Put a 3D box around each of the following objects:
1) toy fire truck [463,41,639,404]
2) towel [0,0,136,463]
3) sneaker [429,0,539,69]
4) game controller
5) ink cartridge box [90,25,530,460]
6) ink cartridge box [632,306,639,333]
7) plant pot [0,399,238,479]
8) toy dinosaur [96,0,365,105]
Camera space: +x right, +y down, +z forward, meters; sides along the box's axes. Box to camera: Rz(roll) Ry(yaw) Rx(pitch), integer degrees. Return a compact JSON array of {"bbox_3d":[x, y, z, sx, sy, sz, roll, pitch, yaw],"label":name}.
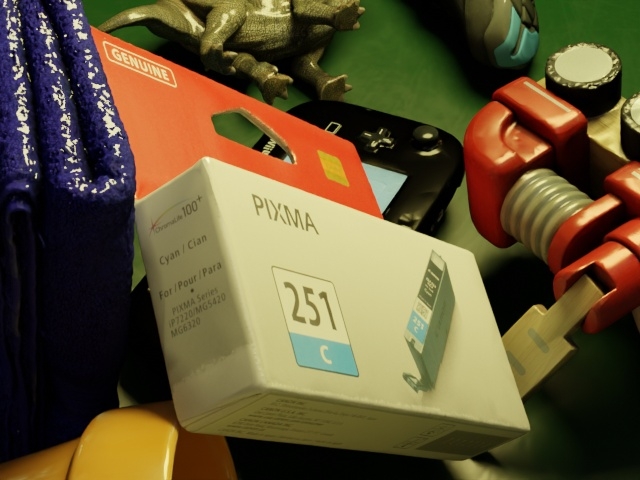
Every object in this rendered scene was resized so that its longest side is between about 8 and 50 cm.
[{"bbox_3d":[0.167,0.006,0.972,0.246,0.158,0.217,-30,47,-19],"label":"toy fire truck"},{"bbox_3d":[-0.178,0.005,0.834,0.076,0.308,0.227,-8,49,-21],"label":"towel"},{"bbox_3d":[0.114,-0.276,1.303,0.140,0.125,0.340,-21,50,9],"label":"sneaker"},{"bbox_3d":[-0.014,-0.001,1.032,0.166,0.067,0.319,23,47,14],"label":"game controller"},{"bbox_3d":[0.000,0.000,0.847,0.296,0.066,0.261,18,49,-53],"label":"ink cartridge box"},{"bbox_3d":[0.332,0.087,0.998,0.165,0.065,0.332,-1,48,-8],"label":"ink cartridge box"},{"bbox_3d":[-0.147,0.199,0.747,0.188,0.205,0.205,-8,46,7],"label":"plant pot"},{"bbox_3d":[-0.063,-0.192,1.197,0.314,0.121,0.160,-20,40,-19],"label":"toy dinosaur"}]
